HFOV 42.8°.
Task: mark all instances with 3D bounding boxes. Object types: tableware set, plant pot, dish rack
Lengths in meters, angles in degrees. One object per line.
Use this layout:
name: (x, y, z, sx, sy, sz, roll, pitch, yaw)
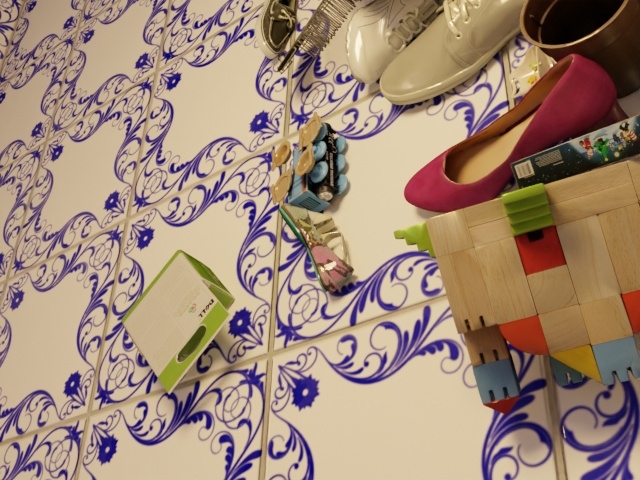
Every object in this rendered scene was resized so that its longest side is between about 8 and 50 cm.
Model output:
tableware set: (-0.049, -0.153, 1.519, 0.169, 0.020, 0.141, -39, 38, 38)
plant pot: (0.402, -0.300, 1.186, 0.167, 0.165, 0.167, -23, 49, 30)
dish rack: (0.012, -0.449, 1.675, 0.271, 0.074, 0.208, -50, 6, 26)

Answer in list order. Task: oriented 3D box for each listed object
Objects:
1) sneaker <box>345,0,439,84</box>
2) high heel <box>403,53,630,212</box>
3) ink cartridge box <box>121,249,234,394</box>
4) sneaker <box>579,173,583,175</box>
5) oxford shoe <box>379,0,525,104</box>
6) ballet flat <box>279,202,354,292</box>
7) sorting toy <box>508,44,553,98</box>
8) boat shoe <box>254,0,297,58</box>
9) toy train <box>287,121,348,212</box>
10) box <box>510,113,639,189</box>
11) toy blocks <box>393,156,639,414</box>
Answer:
sneaker: (0.150, -0.430, 1.570, 0.129, 0.111, 0.297, 19, 77, 44)
high heel: (0.254, -0.160, 1.216, 0.377, 0.181, 0.127, -24, 49, 31)
ink cartridge box: (-0.248, 0.163, 1.540, 0.188, 0.097, 0.255, -51, 42, 3)
sneaker: (0.312, 0.008, 1.131, 0.232, 0.081, 0.090, -54, 32, -6)
oxford shoe: (0.274, -0.399, 1.410, 0.449, 0.130, 0.169, -32, 46, 25)
ballet flat: (0.000, 0.000, 1.444, 0.079, 0.077, 0.221, -30, 47, -1)
sorting toy: (0.337, -0.263, 1.322, 0.075, 0.045, 0.083, -25, 48, 40)
boat shoe: (-0.096, -0.514, 1.883, 0.070, 0.078, 0.219, -20, 49, 35)
toy train: (-0.008, -0.140, 1.538, 0.105, 0.080, 0.184, -30, 45, 34)
box: (0.374, -0.123, 1.001, 0.233, 0.159, 0.044, -20, 88, 53)
toy blocks: (0.305, 0.060, 0.982, 0.382, 0.191, 0.260, -17, 86, 14)
